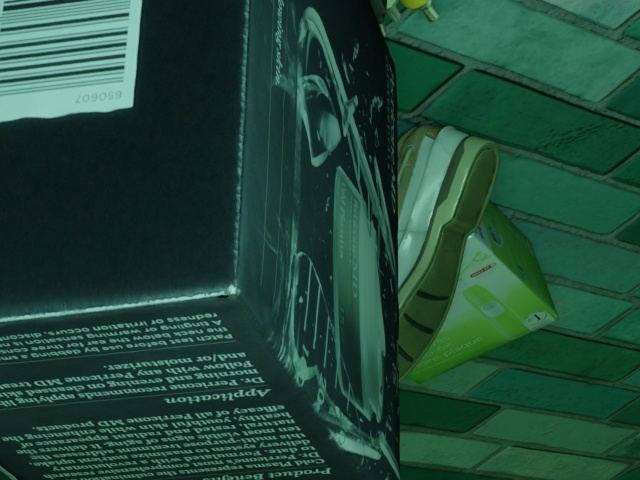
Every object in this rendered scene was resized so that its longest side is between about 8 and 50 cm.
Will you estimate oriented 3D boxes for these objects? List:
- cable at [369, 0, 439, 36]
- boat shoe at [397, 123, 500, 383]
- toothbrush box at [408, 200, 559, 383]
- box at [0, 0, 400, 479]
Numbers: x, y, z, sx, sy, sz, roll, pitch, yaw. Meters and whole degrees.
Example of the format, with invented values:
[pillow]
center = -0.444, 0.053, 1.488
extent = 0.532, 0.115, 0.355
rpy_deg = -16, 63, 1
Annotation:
[cable]
center = 0.013, -0.284, 1.519
extent = 0.139, 0.072, 0.287
rpy_deg = -5, 140, 15
[boat shoe]
center = 0.091, 0.018, 1.821
extent = 0.302, 0.103, 0.113
rpy_deg = -65, 150, -6
[toothbrush box]
center = 0.134, 0.043, 2.016
extent = 0.206, 0.122, 0.283
rpy_deg = -26, 147, 16
[box]
center = -0.123, -0.055, 1.337
extent = 0.297, 0.480, 0.472
rpy_deg = -5, 152, 12
